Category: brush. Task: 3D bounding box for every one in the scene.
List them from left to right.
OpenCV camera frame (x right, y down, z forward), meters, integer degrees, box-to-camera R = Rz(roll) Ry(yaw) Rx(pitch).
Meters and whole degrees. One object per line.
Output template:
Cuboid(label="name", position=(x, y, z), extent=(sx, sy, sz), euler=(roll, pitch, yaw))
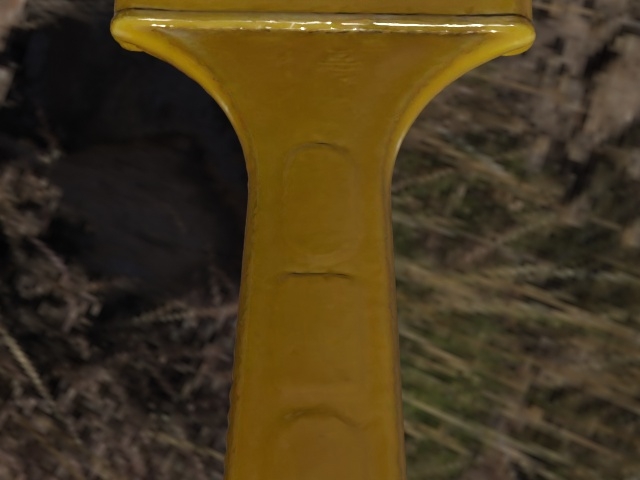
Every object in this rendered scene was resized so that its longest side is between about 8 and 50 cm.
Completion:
Cuboid(label="brush", position=(0.000, 0.000, 0.421), extent=(0.013, 0.103, 0.272), euler=(89, 1, -52))
